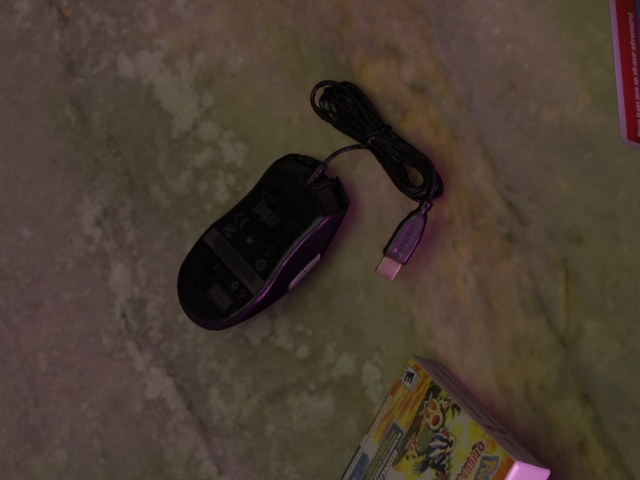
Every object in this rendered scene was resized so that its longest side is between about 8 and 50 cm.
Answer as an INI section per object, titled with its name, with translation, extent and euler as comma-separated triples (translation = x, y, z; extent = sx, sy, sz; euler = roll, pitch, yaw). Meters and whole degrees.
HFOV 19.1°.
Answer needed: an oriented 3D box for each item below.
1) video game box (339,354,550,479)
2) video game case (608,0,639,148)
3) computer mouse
[video game box]
translation = 0.085, 0.230, 1.616
extent = 0.187, 0.048, 0.205
euler = 42, 108, 51
[video game case]
translation = 0.355, -0.113, 1.458
extent = 0.285, 0.204, 0.025
euler = 21, 55, 30
[computer mouse]
translation = 0.000, 0.000, 1.721
extent = 0.184, 0.060, 0.262
euler = 40, 94, 31
